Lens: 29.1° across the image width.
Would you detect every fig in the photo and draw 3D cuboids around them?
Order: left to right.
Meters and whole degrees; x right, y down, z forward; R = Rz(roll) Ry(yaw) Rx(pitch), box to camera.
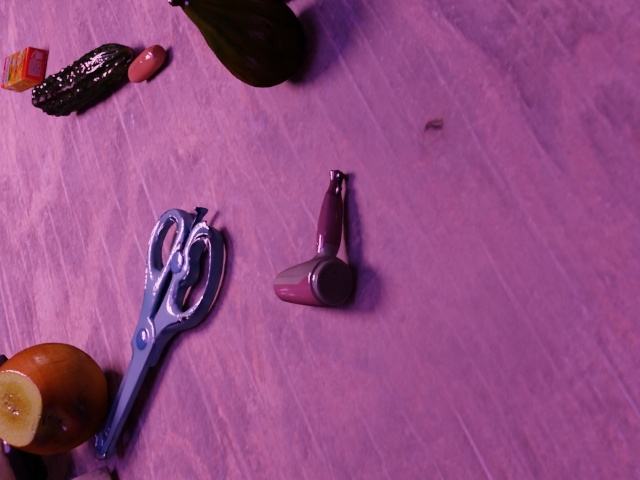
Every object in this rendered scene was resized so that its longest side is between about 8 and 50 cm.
[{"bbox_3d":[-0.097,-0.254,1.450,0.117,0.177,0.117,-26,48,33],"label":"fig"}]

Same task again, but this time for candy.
[{"bbox_3d":[-0.537,-0.310,2.235,0.122,0.038,0.062,-4,77,56],"label":"candy"}]

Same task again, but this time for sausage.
[{"bbox_3d":[-0.255,-0.258,1.807,0.083,0.034,0.034,-29,57,50],"label":"sausage"}]

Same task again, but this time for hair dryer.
[{"bbox_3d":[0.004,-0.003,1.351,0.106,0.054,0.154,0,70,60],"label":"hair dryer"}]

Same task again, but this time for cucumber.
[{"bbox_3d":[-0.374,-0.253,1.945,0.265,0.077,0.077,-15,68,55],"label":"cucumber"}]

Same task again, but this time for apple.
[{"bbox_3d":[-0.379,0.222,1.733,0.147,0.163,0.146,39,130,50],"label":"apple"}]

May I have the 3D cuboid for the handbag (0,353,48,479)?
[{"bbox_3d":[-0.519,0.289,1.863,0.254,0.182,0.181,-118,17,-51],"label":"handbag"}]

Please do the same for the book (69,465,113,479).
[{"bbox_3d":[-0.336,0.462,1.579,0.352,0.239,0.035,57,168,46],"label":"book"}]

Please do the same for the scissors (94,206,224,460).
[{"bbox_3d":[-0.223,0.131,1.647,0.180,0.032,0.392,45,117,51],"label":"scissors"}]
